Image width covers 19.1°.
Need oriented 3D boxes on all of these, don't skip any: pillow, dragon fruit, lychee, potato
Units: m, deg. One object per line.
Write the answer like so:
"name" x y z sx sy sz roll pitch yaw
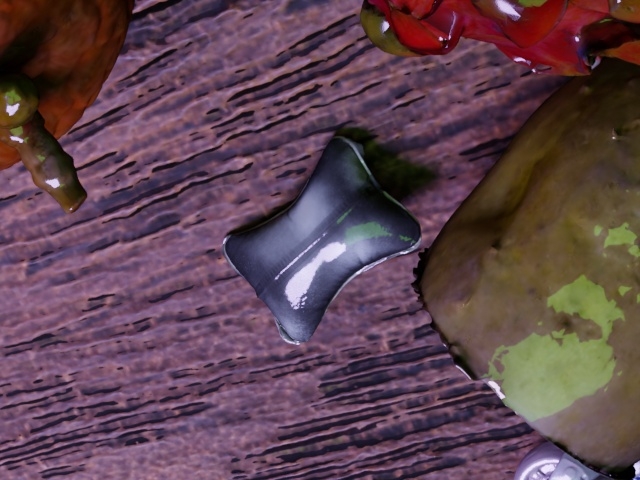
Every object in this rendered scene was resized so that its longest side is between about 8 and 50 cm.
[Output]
"pillow" -0.001 0.001 1.318 0.136 0.055 0.091 -40 108 20
"dragon fruit" 0.135 -0.193 1.119 0.307 0.243 0.227 43 154 1
"lychee" -0.232 -0.144 1.140 0.255 0.300 0.255 -18 157 -8
"potato" 0.216 -0.013 1.226 0.229 0.229 0.266 36 106 -16

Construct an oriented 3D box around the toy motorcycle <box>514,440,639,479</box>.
"toy motorcycle" 0.231 0.116 1.359 0.112 0.112 0.254 39 115 -17
